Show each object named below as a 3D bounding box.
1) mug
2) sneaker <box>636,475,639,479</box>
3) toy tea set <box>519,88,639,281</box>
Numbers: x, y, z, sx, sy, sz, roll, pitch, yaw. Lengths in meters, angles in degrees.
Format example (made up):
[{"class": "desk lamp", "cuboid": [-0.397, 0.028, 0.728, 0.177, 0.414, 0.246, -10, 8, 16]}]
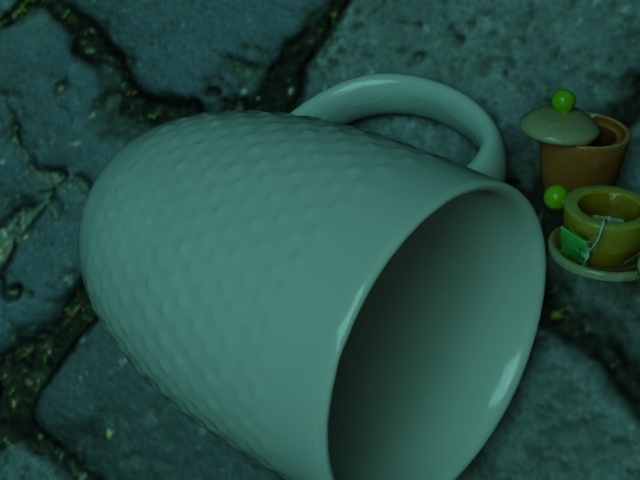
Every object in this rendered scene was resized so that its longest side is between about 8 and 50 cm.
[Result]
[{"class": "mug", "cuboid": [0.000, 0.000, 1.143, 0.328, 0.276, 0.374, 24, 61, 35]}, {"class": "sneaker", "cuboid": [0.293, 0.176, 1.039, 0.111, 0.121, 0.300, 30, 94, 25]}, {"class": "toy tea set", "cuboid": [0.288, -0.040, 1.031, 0.336, 0.200, 0.124, 20, 124, 29]}]
